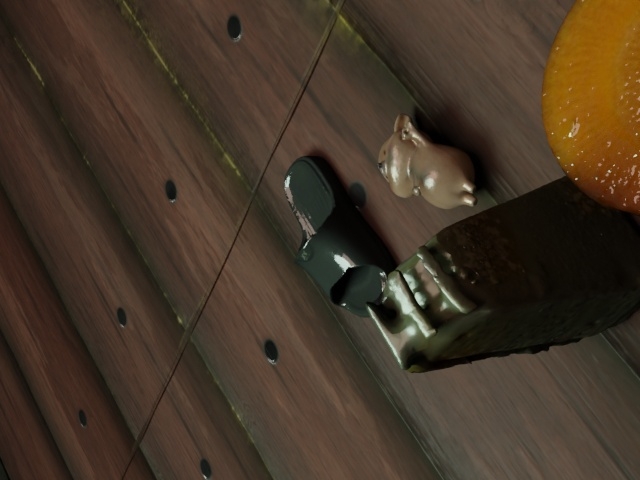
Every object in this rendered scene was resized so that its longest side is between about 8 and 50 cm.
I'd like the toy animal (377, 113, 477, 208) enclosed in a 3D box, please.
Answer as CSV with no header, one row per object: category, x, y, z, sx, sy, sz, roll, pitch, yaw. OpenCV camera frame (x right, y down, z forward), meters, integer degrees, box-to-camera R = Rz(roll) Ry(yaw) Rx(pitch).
toy animal,0.120,-0.080,1.211,0.150,0.089,0.084,39,108,44

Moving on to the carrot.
carrot,0.334,-0.143,0.907,0.307,0.100,0.259,-39,67,41

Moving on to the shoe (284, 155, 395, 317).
shoe,0.000,0.000,1.371,0.241,0.093,0.108,61,139,24

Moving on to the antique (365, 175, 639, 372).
antique,0.171,0.035,0.997,0.150,0.284,0.125,58,139,22
